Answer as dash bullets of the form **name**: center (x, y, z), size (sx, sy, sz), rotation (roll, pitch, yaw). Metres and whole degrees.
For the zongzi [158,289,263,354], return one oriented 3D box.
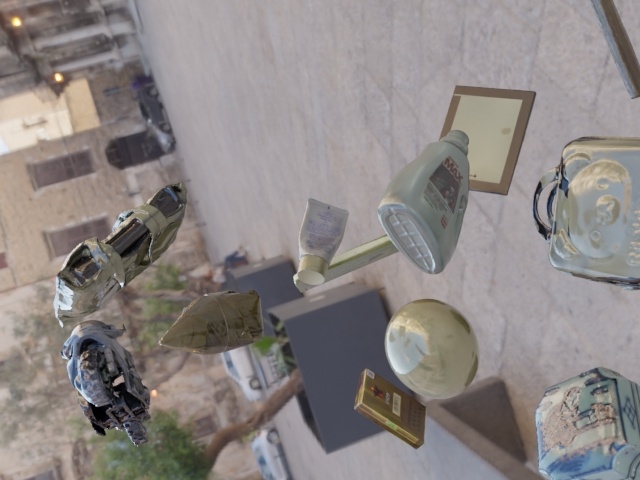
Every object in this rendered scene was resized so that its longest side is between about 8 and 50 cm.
- **zongzi**: center (-0.320, 0.213, 1.693), size (0.274, 0.300, 0.145), rotation (-14, 88, 47)

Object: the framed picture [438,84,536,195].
- **framed picture**: center (0.488, -0.312, 2.155), size (0.016, 0.265, 0.347), rotation (38, -113, -58)

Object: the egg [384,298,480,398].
- **egg**: center (0.232, 0.224, 1.446), size (0.242, 0.186, 0.186), rotation (51, -175, -36)

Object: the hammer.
- **hammer**: center (0.412, -0.385, 1.059), size (0.365, 0.111, 0.043), rotation (64, 157, -9)

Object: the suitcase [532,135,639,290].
- **suitcase**: center (0.664, -0.070, 1.672), size (0.339, 0.194, 0.351), rotation (12, 98, 45)

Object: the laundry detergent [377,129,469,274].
- **laundry detergent**: center (0.305, -0.131, 1.834), size (0.124, 0.398, 0.264), rotation (-12, 126, 43)

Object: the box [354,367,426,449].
- **box**: center (0.120, 0.282, 1.189), size (0.133, 0.023, 0.090), rotation (34, -152, -11)

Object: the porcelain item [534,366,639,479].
- **porcelain item**: center (0.675, 0.477, 1.745), size (0.281, 0.157, 0.286), rotation (-38, 33, 45)

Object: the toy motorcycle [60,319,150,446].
- **toy motorcycle**: center (-0.332, 0.222, 1.114), size (0.270, 0.106, 0.159), rotation (84, 160, -58)

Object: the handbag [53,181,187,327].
- **handbag**: center (-0.384, 0.024, 1.351), size (0.109, 0.316, 0.253), rotation (46, 155, 0)

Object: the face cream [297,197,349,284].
- **face cream**: center (0.000, 0.000, 1.772), size (0.070, 0.114, 0.224), rotation (121, 165, -55)

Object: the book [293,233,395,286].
- **book**: center (0.093, 0.058, 1.993), size (0.239, 0.352, 0.035), rotation (78, 168, -78)
